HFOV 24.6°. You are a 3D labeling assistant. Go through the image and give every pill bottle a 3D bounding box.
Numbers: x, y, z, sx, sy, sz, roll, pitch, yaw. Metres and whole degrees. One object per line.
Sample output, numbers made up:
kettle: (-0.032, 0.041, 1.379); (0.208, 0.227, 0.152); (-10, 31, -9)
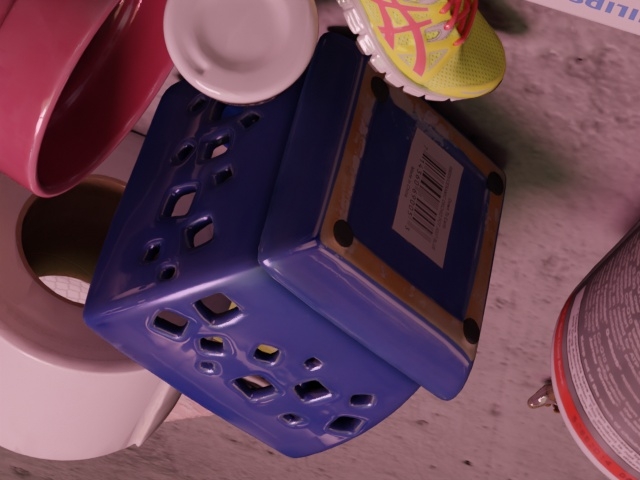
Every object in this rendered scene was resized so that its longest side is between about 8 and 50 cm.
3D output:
pill bottle: (0.306, 0.038, 0.967); (0.210, 0.210, 0.363); (21, 154, -3)
pill bottle: (-0.050, -0.134, 0.954); (0.094, 0.094, 0.169); (21, -176, -3)

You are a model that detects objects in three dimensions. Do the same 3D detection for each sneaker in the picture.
sneaker: (0.061, -0.161, 0.903); (0.094, 0.081, 0.208); (-11, 140, 42)

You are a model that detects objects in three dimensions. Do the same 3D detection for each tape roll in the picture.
tape roll: (-0.207, 0.043, 1.255); (0.246, 0.246, 0.169); (23, 142, -6)

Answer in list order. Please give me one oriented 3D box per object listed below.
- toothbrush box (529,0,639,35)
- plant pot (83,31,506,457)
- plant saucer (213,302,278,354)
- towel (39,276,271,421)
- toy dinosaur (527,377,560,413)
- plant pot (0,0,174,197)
toothbrush box: (0.119, -0.242, 0.661); (0.216, 0.126, 0.295); (18, 155, 2)
plant pot: (0.000, 0.000, 1.091); (0.212, 0.236, 0.236); (-20, 134, 42)
plant saucer: (-0.049, 0.052, 1.423); (0.241, 0.037, 0.241); (16, 152, 9)
towel: (-0.242, 0.113, 1.649); (0.332, 0.053, 0.317); (38, 148, -30)
toy dinosaur: (0.286, 0.141, 1.364); (0.211, 0.064, 0.112); (7, 174, 36)
plant pot: (-0.202, -0.159, 0.980); (0.180, 0.201, 0.201); (33, 154, 8)
